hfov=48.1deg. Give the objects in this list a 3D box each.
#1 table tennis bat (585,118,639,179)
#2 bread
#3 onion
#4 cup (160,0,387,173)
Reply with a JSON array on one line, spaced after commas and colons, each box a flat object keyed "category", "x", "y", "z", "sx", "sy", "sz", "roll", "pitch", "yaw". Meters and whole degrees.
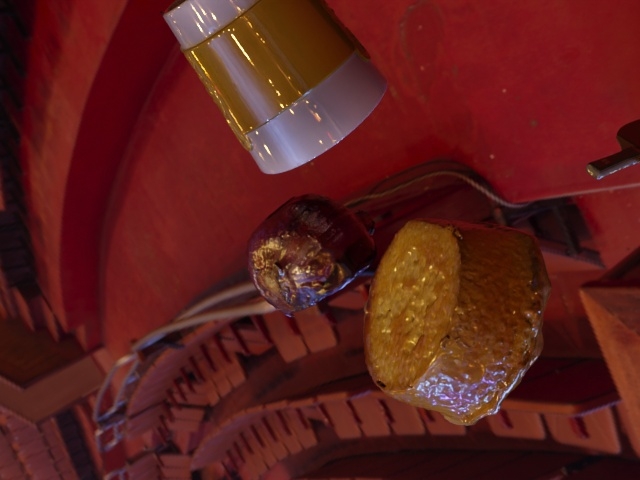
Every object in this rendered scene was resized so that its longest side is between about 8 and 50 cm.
[{"category": "table tennis bat", "x": 0.579, "y": -0.161, "z": 1.263, "sx": 0.154, "sy": 0.274, "sz": 0.021, "roll": 50, "pitch": 151, "yaw": 42}, {"category": "bread", "x": 0.233, "y": 0.132, "z": 1.293, "sx": 0.398, "sy": 0.216, "sz": 0.397, "roll": -164, "pitch": 90, "yaw": -70}, {"category": "onion", "x": 0.000, "y": 0.000, "z": 1.022, "sx": 0.139, "sy": 0.218, "sz": 0.195, "roll": 50, "pitch": 143, "yaw": 2}, {"category": "cup", "x": -0.060, "y": -0.221, "z": 0.847, "sx": 0.226, "sy": 0.185, "sz": 0.241, "roll": 51, "pitch": -177, "yaw": -26}]
